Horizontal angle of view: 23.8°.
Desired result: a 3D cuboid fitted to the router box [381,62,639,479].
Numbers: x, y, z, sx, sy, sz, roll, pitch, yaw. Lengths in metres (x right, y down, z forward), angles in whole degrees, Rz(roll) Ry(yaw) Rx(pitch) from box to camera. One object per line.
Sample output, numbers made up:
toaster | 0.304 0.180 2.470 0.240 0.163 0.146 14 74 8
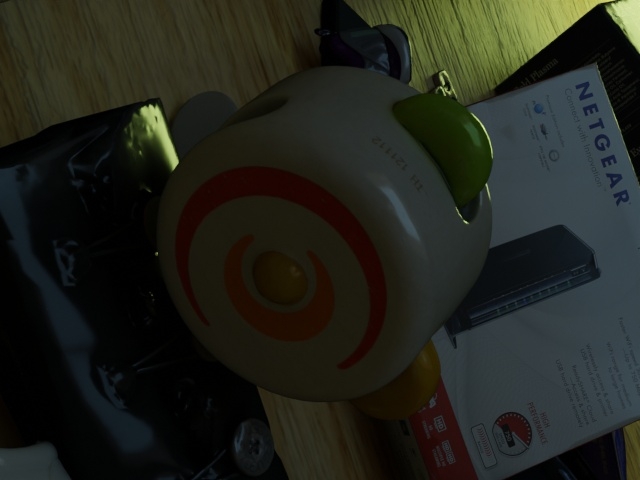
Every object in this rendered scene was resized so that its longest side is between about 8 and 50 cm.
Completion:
router box | 0.171 0.036 1.426 0.301 0.082 0.335 -21 91 -18

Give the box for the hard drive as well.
hard drive | 0.047 -0.185 1.585 0.135 0.022 0.094 37 44 -46

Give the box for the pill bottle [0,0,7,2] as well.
pill bottle | -0.222 -0.255 1.022 0.162 0.162 0.278 59 31 -21

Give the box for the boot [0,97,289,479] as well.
boot | -0.073 0.109 1.106 0.445 0.146 0.367 64 27 -3

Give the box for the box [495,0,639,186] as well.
box | 0.439 -0.149 1.995 0.312 0.179 0.343 53 28 6

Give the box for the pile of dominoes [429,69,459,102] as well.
pile of dominoes | 0.174 -0.063 1.716 0.196 0.040 0.251 55 32 -27

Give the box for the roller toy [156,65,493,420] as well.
roller toy | 0.000 0.000 0.964 0.146 0.191 0.209 -45 146 -53

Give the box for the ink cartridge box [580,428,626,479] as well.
ink cartridge box | 0.299 0.190 1.635 0.208 0.045 0.206 -73 151 -66

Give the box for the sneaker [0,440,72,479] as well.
sneaker | -0.233 0.162 0.856 0.091 0.094 0.258 58 21 20

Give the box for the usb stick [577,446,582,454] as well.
usb stick | 0.268 0.180 1.726 0.077 0.045 0.278 37 44 -56

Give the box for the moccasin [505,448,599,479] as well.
moccasin | 0.198 0.137 1.558 0.342 0.117 0.138 63 30 -14

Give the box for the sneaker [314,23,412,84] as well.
sneaker | 0.038 -0.101 1.498 0.098 0.083 0.223 -3 88 -20

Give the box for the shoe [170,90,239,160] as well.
shoe | -0.080 -0.035 1.249 0.081 0.063 0.178 70 7 -53
